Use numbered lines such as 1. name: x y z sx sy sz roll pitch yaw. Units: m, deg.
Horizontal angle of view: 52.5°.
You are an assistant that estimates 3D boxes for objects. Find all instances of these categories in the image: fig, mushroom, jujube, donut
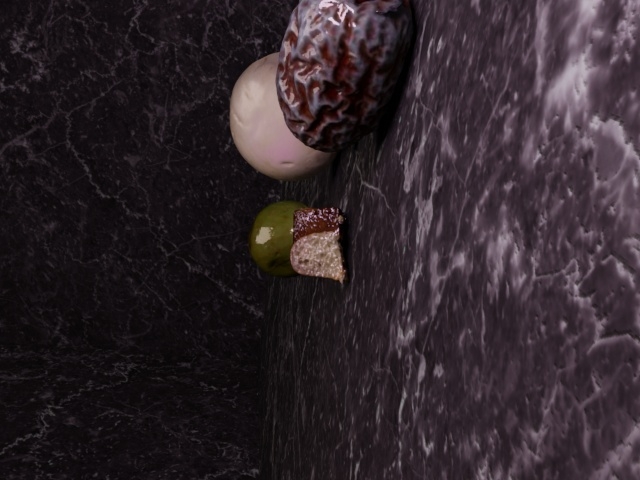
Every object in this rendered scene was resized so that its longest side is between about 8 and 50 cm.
1. fig: -0.087 -0.005 1.693 0.230 0.207 0.207 163 113 -82
2. mushroom: -0.093 -0.295 1.643 0.356 0.315 0.315 131 144 -67
3. jujube: 0.035 -0.300 1.097 0.317 0.226 0.226 117 158 -54
4. donut: -0.001 0.011 1.402 0.144 0.126 0.187 100 174 -74
